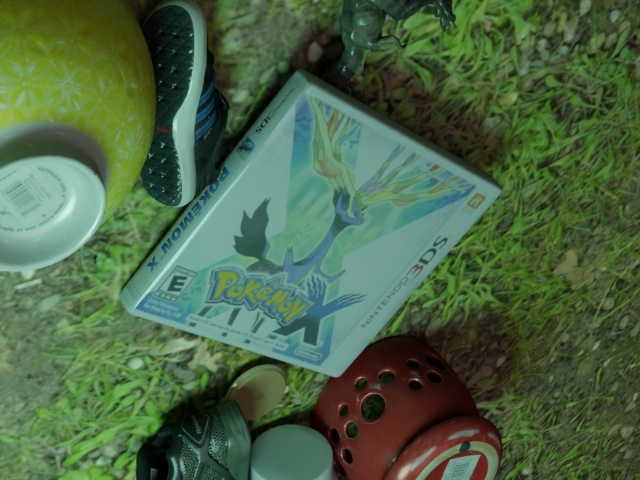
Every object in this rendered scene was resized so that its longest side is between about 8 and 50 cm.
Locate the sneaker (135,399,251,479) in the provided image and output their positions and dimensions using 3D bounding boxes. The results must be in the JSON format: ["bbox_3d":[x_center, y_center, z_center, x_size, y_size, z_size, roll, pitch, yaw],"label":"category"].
[{"bbox_3d":[-0.147,0.282,1.426,0.130,0.087,0.227,-12,134,-16],"label":"sneaker"}]

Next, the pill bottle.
[{"bbox_3d":[-0.035,0.330,1.516,0.119,0.119,0.208,-19,132,-24],"label":"pill bottle"}]

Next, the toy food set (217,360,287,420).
[{"bbox_3d":[-0.075,0.173,1.437,0.083,0.020,0.083,2,120,-38],"label":"toy food set"}]

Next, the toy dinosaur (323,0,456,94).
[{"bbox_3d":[0.069,-0.250,1.187,0.118,0.064,0.268,-9,124,-23],"label":"toy dinosaur"}]

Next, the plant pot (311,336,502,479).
[{"bbox_3d":[0.108,0.239,1.516,0.191,0.174,0.191,-18,130,-22],"label":"plant pot"}]

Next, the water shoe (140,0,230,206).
[{"bbox_3d":[-0.124,-0.131,1.144,0.080,0.073,0.203,-37,143,-50],"label":"water shoe"}]

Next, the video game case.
[{"bbox_3d":[0.000,0.000,1.323,0.329,0.036,0.300,23,113,-44],"label":"video game case"}]

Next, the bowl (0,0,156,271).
[{"bbox_3d":[-0.248,-0.069,0.993,0.289,0.156,0.289,-19,138,-18],"label":"bowl"}]
